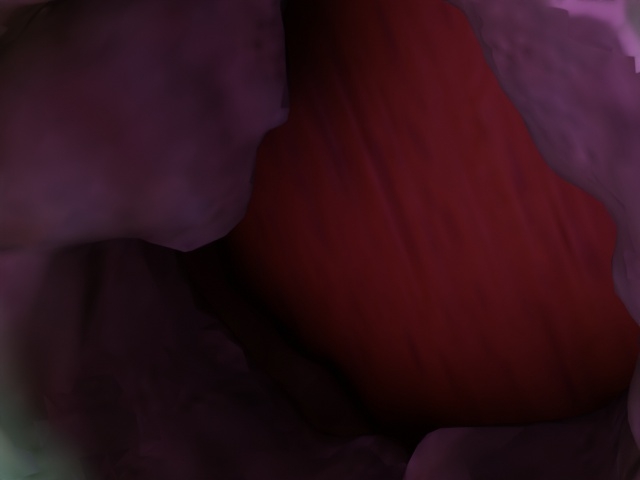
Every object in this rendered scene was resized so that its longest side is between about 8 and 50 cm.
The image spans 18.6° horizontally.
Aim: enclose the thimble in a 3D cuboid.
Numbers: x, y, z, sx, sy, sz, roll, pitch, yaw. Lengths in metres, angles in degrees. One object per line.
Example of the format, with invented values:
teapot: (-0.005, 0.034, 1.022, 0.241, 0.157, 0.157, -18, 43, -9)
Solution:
thimble: (0.000, 0.000, 0.445, 0.291, 0.195, 0.292, 7, 109, 20)
